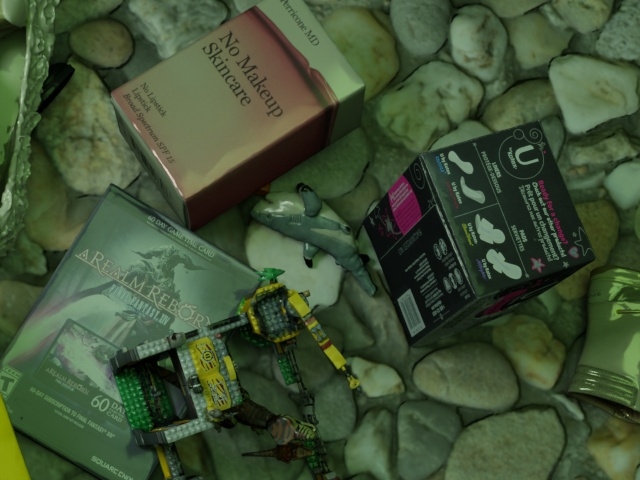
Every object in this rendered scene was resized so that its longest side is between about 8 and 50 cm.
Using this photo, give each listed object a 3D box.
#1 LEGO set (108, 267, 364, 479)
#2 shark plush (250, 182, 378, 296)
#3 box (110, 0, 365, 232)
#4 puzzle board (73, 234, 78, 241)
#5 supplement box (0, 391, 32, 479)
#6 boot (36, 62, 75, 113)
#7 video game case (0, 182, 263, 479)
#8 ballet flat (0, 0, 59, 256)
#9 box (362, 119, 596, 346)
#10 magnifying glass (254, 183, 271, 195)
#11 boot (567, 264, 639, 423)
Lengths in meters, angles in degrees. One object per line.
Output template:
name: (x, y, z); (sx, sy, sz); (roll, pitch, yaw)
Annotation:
LEGO set: (-0.065, 0.192, 1.453); (0.255, 0.192, 0.331); (-9, 84, -18)
shark plush: (0.000, 0.000, 1.637); (0.067, 0.073, 0.161); (-46, 109, -1)
box: (-0.087, -0.140, 1.581); (0.232, 0.127, 0.148); (-34, 78, -11)
puzzle board: (-0.229, 0.064, 1.573); (0.096, 0.011, 0.128); (14, 71, -9)
supplement box: (-0.399, 0.199, 1.377); (0.195, 0.194, 0.356); (-17, 82, -25)
boot: (-0.341, -0.174, 1.599); (0.099, 0.045, 0.121); (42, 76, -2)
video game case: (-0.207, 0.104, 1.546); (0.196, 0.026, 0.274); (32, 74, -6)
ballet flat: (-0.343, -0.174, 1.510); (0.147, 0.147, 0.408); (1, 87, -12)
box: (0.162, -0.001, 1.553); (0.142, 0.247, 0.163); (-18, 79, -16)
magnifying glass: (-0.056, -0.162, 1.672); (0.092, 0.026, 0.231); (11, 70, -9)
boot: (0.392, 0.132, 1.658); (0.213, 0.077, 0.165); (16, 71, -2)
